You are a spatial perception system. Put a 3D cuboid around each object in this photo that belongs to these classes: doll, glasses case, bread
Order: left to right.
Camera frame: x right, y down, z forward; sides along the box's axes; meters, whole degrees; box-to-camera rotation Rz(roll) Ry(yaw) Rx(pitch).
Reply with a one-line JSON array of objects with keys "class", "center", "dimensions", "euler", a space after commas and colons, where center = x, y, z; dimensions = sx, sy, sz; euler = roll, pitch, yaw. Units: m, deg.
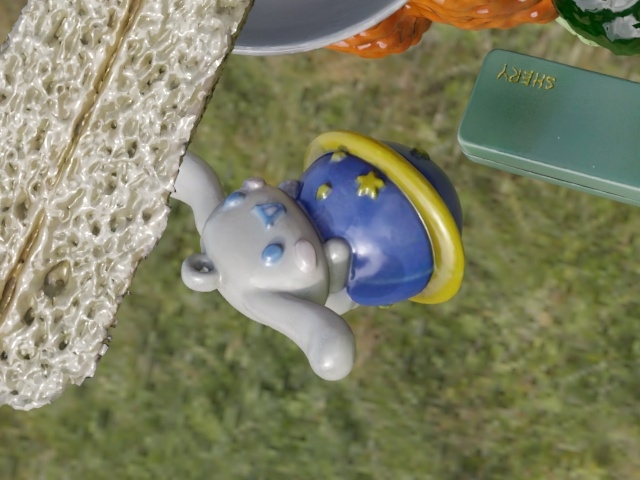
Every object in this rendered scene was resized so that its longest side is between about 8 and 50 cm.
[{"class": "bread", "center": [-0.098, -0.088, 0.865], "dimensions": [0.183, 0.102, 0.337], "euler": [-91, 27, -69]}, {"class": "doll", "center": [-0.016, -0.007, 1.602], "dimensions": [0.311, 0.159, 0.242], "euler": [33, 66, 28]}, {"class": "glasses case", "center": [0.191, -0.072, 1.252], "dimensions": [0.184, 0.039, 0.078], "euler": [16, 78, 20]}]

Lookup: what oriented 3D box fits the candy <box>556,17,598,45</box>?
[{"class": "candy", "center": [0.179, -0.277, 1.661], "dimensions": [0.335, 0.093, 0.092], "euler": [43, 115, 40]}]

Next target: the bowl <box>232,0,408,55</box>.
[{"class": "bowl", "center": [-0.037, -0.266, 1.164], "dimensions": [0.144, 0.287, 0.287], "euler": [-99, 29, -80]}]

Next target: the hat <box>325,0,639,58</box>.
[{"class": "hat", "center": [0.104, -0.237, 1.457], "dimensions": [0.400, 0.285, 0.285], "euler": [30, 105, 27]}]
